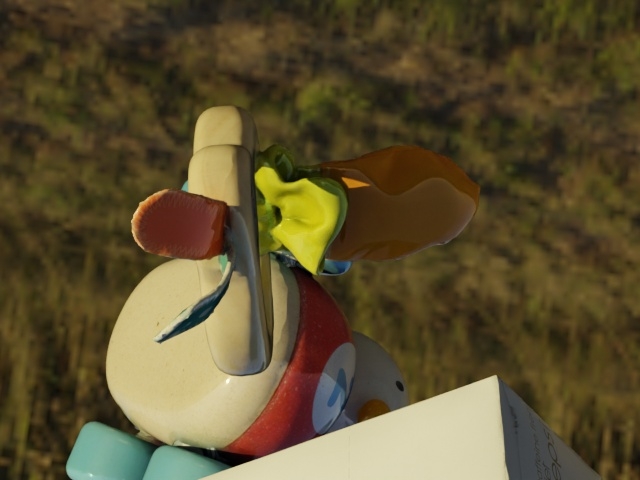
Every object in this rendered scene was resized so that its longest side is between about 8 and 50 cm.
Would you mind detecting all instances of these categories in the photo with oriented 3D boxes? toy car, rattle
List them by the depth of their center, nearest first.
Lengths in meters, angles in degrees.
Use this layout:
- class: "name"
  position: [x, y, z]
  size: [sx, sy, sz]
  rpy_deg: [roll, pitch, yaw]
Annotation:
- class: "rattle"
  position: [0.000, 0.000, 0.776]
  size: [0.143, 0.130, 0.199]
  rpy_deg: [12, 173, 1]
- class: "toy car"
  position: [-0.006, 0.104, 1.176]
  size: [0.238, 0.219, 0.210]
  rpy_deg: [27, 168, -29]

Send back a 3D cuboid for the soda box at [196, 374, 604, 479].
- class: "soda box"
  position: [-0.037, 0.105, 0.384]
  size: [0.216, 0.069, 0.074]
  rpy_deg: [-22, 137, 24]
